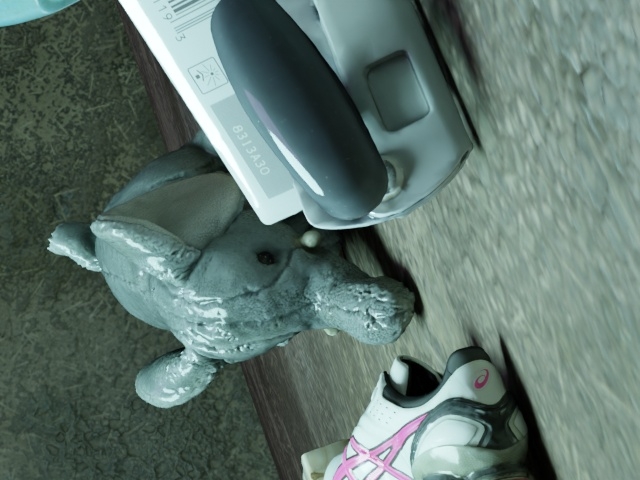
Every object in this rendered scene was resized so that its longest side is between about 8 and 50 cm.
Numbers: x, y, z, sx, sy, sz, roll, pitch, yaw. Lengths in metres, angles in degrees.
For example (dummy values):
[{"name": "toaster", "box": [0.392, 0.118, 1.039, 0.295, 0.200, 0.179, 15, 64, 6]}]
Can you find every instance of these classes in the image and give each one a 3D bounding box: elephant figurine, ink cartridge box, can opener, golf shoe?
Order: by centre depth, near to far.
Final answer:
[{"name": "can opener", "box": [-0.020, -0.137, 0.687, 0.283, 0.076, 0.095, 69, -168, 18]}, {"name": "golf shoe", "box": [0.050, 0.099, 0.804, 0.186, 0.067, 0.086, 152, 111, -64]}, {"name": "ink cartridge box", "box": [-0.041, -0.137, 0.844, 0.181, 0.056, 0.225, 57, -159, -22]}, {"name": "elephant figurine", "box": [-0.063, 0.020, 1.009, 0.169, 0.186, 0.239, 38, -165, -13]}]

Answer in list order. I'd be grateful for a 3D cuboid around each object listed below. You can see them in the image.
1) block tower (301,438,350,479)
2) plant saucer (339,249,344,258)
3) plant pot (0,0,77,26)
[{"name": "block tower", "box": [0.048, 0.206, 1.040, 0.335, 0.097, 0.091, 91, 159, -65]}, {"name": "plant saucer", "box": [0.000, 0.000, 1.171, 0.083, 0.015, 0.083, 161, 90, -83]}, {"name": "plant pot", "box": [-0.219, -0.302, 1.222, 0.252, 0.248, 0.247, 38, 151, 43]}]
